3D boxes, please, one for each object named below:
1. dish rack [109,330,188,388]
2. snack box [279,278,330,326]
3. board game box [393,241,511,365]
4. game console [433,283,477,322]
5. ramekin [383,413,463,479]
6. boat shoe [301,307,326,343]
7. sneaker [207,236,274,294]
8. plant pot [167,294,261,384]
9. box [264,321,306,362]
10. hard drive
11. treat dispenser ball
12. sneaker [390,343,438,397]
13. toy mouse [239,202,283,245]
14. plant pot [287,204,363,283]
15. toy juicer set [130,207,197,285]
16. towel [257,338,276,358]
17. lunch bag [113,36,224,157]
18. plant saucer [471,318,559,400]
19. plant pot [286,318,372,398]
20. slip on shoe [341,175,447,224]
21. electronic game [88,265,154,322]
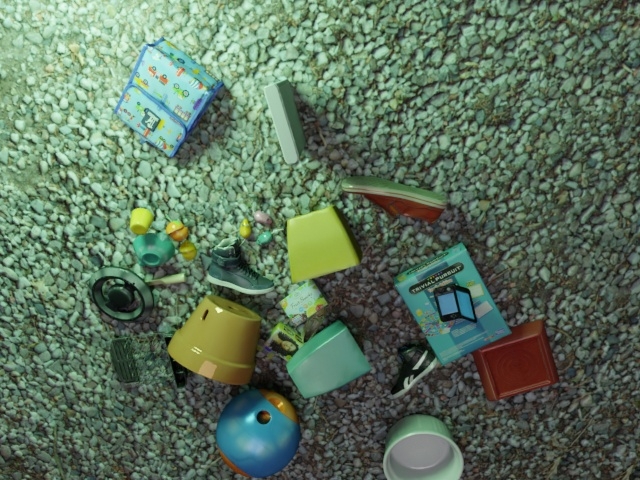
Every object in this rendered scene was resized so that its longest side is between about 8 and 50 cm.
[{"bbox_3d":[-0.606,0.422,1.962,0.271,0.074,0.208,-7,107,5],"label":"dish rack"},{"bbox_3d":[-0.053,0.207,1.866,0.141,0.037,0.100,-37,78,13],"label":"snack box"},{"bbox_3d":[0.432,0.212,1.840,0.253,0.079,0.336,-29,104,11],"label":"board game box"},{"bbox_3d":[0.421,0.205,1.758,0.107,0.071,0.122,-15,107,7],"label":"game console"},{"bbox_3d":[0.358,0.757,1.994,0.277,0.135,0.277,1,109,2],"label":"ramekin"},{"bbox_3d":[-0.024,0.280,1.900,0.056,0.048,0.153,27,108,-6],"label":"boat shoe"},{"bbox_3d":[-0.250,0.081,1.820,0.226,0.086,0.164,13,115,-1],"label":"sneaker"},{"bbox_3d":[-0.322,0.308,1.820,0.290,0.291,0.204,23,91,-5],"label":"plant pot"},{"bbox_3d":[-0.076,0.385,1.932,0.232,0.058,0.087,37,106,-10],"label":"box"},{"bbox_3d":[-0.092,-0.340,1.562,0.040,0.307,0.203,-15,107,6],"label":"hard drive"},{"bbox_3d":[-0.211,0.653,1.905,0.288,0.288,0.288,1,108,2],"label":"treat dispenser ball"},{"bbox_3d":[0.292,0.436,1.931,0.121,0.079,0.217,44,112,6],"label":"sneaker"},{"bbox_3d":[-0.191,-0.038,1.812,0.143,0.031,0.161,8,108,0],"label":"toy mouse"},{"bbox_3d":[0.000,0.000,1.735,0.212,0.212,0.187,-17,94,8],"label":"plant pot"},{"bbox_3d":[-0.506,0.035,1.828,0.209,0.090,0.329,6,134,-8],"label":"toy juicer set"},{"bbox_3d":[-0.191,0.377,1.950,0.083,0.009,0.060,37,127,-10],"label":"towel"},{"bbox_3d":[-0.468,-0.409,1.670,0.221,0.138,0.293,36,119,-10],"label":"lunch bag"},{"bbox_3d":[0.668,0.424,1.916,0.259,0.048,0.259,-19,106,9],"label":"plant saucer"},{"bbox_3d":[0.016,0.400,1.833,0.234,0.165,0.166,-32,96,-6],"label":"plant pot"},{"bbox_3d":[0.222,-0.123,1.724,0.331,0.123,0.101,14,112,-7],"label":"slip on shoe"},{"bbox_3d":[-0.671,0.185,1.887,0.229,0.048,0.229,5,121,8],"label":"electronic game"}]
